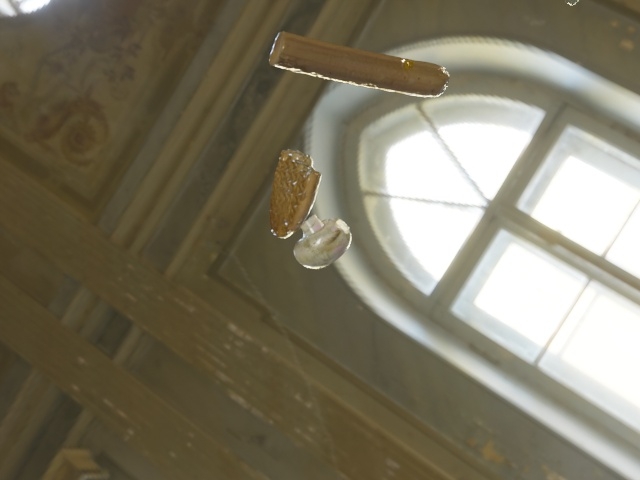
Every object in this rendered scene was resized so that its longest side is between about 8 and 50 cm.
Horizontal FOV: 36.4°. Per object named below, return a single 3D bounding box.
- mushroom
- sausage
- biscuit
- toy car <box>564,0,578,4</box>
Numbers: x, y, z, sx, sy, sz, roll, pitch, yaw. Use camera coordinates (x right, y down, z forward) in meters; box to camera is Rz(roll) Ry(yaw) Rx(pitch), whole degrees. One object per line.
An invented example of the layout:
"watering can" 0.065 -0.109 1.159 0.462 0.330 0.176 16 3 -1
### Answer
"mushroom" 0.000 0.000 1.320 0.083 0.067 0.083 -38 3 3
"sausage" 0.068 -0.284 1.589 0.066 0.301 0.066 -170 90 -73
"biscuit" -0.046 -0.073 1.600 0.224 0.033 0.144 -137 62 -72
"toy car" 0.417 -0.480 1.294 0.242 0.226 0.336 -42 16 -20
